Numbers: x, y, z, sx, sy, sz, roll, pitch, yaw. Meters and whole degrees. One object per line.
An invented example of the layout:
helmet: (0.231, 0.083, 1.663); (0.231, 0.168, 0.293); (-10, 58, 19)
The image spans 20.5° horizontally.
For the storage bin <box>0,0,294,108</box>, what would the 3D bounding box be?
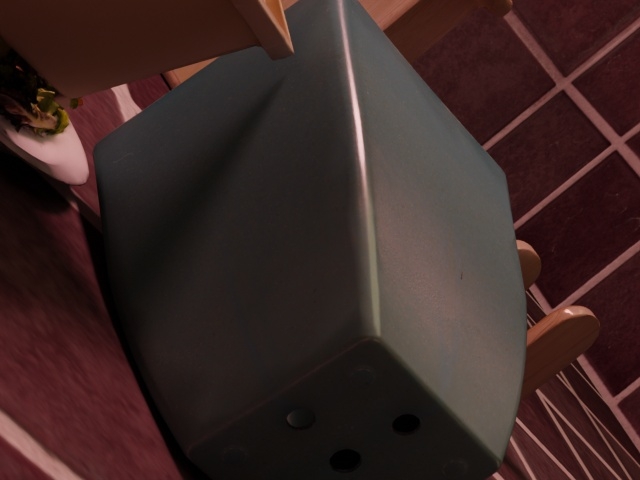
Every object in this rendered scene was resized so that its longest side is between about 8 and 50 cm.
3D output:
storage bin: (-0.128, -0.229, 0.791); (0.262, 0.123, 0.260); (47, 28, -68)

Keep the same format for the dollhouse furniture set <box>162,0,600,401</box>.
dollhouse furniture set: (0.080, -0.104, 1.548); (0.394, 0.256, 0.362); (41, 13, -50)

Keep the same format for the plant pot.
plant pot: (-0.001, 0.029, 0.864); (0.165, 0.165, 0.234); (46, 21, -31)

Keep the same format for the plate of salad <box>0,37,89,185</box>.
plate of salad: (-0.177, -0.110, 0.890); (0.200, 0.048, 0.200); (50, 8, -10)
